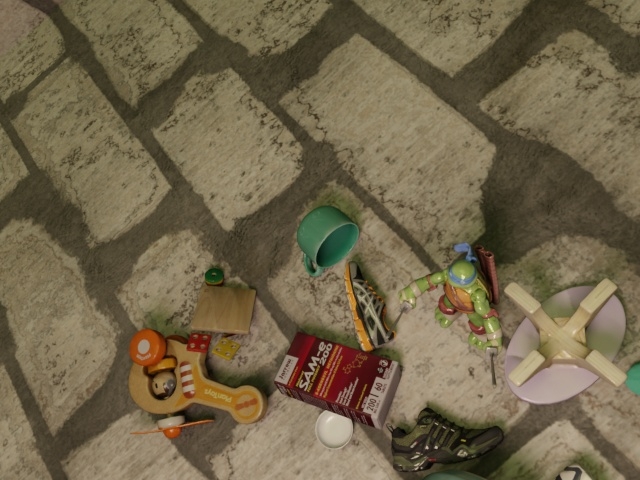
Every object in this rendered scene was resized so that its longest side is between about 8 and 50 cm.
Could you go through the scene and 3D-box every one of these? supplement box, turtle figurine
[{"bbox_3d":[0.037,0.292,1.312,0.239,0.073,0.130,13,59,24],"label":"supplement box"},{"bbox_3d":[0.250,0.159,1.193,0.197,0.266,0.275,-2,68,19],"label":"turtle figurine"}]

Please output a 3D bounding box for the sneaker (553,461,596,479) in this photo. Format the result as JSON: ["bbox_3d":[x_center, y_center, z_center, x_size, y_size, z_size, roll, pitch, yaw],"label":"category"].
[{"bbox_3d":[0.470,0.526,1.073,0.153,0.094,0.235,-43,70,10],"label":"sneaker"}]

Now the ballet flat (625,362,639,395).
[{"bbox_3d":[0.679,0.263,1.100,0.247,0.087,0.083,12,74,24],"label":"ballet flat"}]

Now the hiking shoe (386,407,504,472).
[{"bbox_3d":[0.239,0.379,1.212,0.226,0.086,0.114,-18,68,13],"label":"hiking shoe"}]

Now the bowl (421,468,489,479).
[{"bbox_3d":[0.260,0.513,1.060,0.311,0.312,0.163,21,58,26],"label":"bowl"}]

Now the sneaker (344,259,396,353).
[{"bbox_3d":[0.102,0.141,1.367,0.083,0.084,0.215,-15,68,-1],"label":"sneaker"}]

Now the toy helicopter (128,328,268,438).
[{"bbox_3d":[-0.284,0.348,1.386,0.354,0.140,0.235,11,78,23],"label":"toy helicopter"}]

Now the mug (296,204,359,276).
[{"bbox_3d":[0.000,-0.006,1.427,0.158,0.129,0.097,-45,59,-1],"label":"mug"}]

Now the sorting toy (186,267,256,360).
[{"bbox_3d":[-0.225,0.179,1.450,0.132,0.046,0.275,4,41,0],"label":"sorting toy"}]

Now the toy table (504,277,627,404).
[{"bbox_3d":[0.459,0.183,1.171,0.252,0.161,0.274,31,83,27],"label":"toy table"}]

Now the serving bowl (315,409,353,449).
[{"bbox_3d":[0.032,0.399,1.311,0.083,0.027,0.083,-7,67,17],"label":"serving bowl"}]
